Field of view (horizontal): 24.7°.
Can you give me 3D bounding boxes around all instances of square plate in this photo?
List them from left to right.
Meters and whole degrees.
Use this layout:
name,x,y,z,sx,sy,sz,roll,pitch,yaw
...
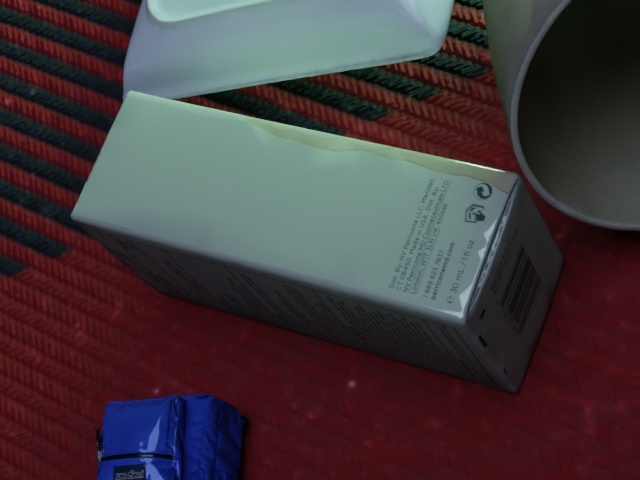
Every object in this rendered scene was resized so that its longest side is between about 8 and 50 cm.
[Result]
name,x,y,z,sx,sy,sz,roll,pitch,yaw
square plate,-0.015,-0.286,1.174,0.344,0.049,0.347,-4,65,41

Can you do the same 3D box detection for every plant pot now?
name,x,y,z,sx,sy,sz,roll,pitch,yaw
plant pot,0.212,-0.192,1.013,0.256,0.256,0.274,-27,45,9

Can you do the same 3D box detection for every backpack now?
name,x,y,z,sx,sy,sz,roll,pitch,yaw
backpack,-0.116,0.175,1.051,0.098,0.101,0.120,-10,68,25

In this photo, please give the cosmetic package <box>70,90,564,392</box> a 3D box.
name,x,y,z,sx,sy,sz,roll,pitch,yaw
cosmetic package,0.000,0.000,1.046,0.309,0.160,0.113,15,74,25
